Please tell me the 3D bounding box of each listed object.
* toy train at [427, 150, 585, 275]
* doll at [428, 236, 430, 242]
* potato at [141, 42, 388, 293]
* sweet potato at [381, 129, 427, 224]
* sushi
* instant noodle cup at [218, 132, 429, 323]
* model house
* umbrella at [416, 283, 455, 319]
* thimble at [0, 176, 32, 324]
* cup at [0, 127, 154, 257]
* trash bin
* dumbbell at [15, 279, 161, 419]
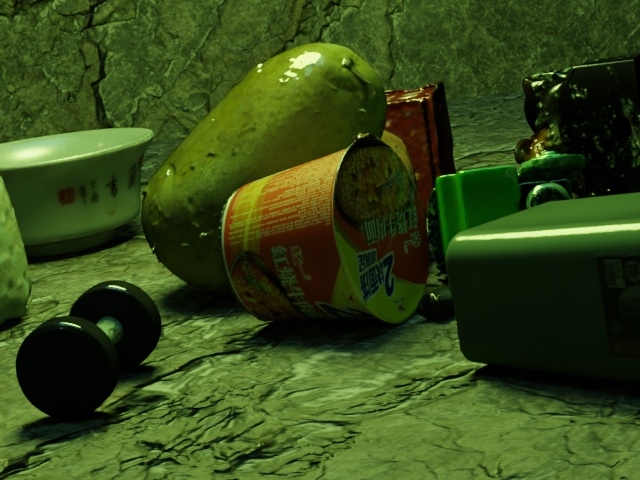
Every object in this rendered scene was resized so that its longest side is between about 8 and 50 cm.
[{"bbox_3d":[0.219,-0.026,1.767,0.188,0.132,0.243,-7,-6,1],"label":"toy train"},{"bbox_3d":[0.240,-0.027,1.993,0.219,0.067,0.091,-20,21,-41],"label":"doll"},{"bbox_3d":[-0.061,-0.092,1.928,0.359,0.219,0.270,-48,3,7],"label":"potato"},{"bbox_3d":[0.080,-0.028,1.992,0.131,0.131,0.337,-7,28,1],"label":"sweet potato"},{"bbox_3d":[0.386,-0.157,2.159,0.212,0.215,0.227,-4,13,21],"label":"sushi"},{"bbox_3d":[0.000,0.000,1.710,0.174,0.213,0.213,-10,9,31],"label":"instant noodle cup"},{"bbox_3d":[0.072,-0.132,2.303,0.254,0.196,0.160,-6,13,9],"label":"model house"},{"bbox_3d":[0.158,0.061,1.703,0.036,0.031,0.133,16,23,35],"label":"umbrella"},{"bbox_3d":[-0.521,0.022,1.934,0.291,0.195,0.291,-7,13,1],"label":"thimble"},{"bbox_3d":[-0.425,-0.070,2.396,0.347,0.163,0.347,-7,12,1],"label":"cup"},{"bbox_3d":[0.312,0.042,1.395,0.343,0.158,0.223,-4,10,44],"label":"trash bin"},{"bbox_3d":[-0.234,0.108,1.552,0.100,0.100,0.191,-5,10,11],"label":"dumbbell"}]
